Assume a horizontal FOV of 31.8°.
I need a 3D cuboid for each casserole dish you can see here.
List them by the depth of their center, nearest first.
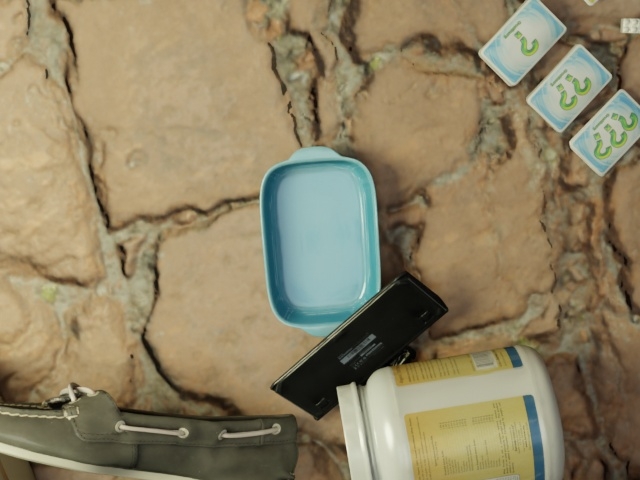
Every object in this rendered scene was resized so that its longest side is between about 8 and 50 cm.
[{"bbox_3d":[0.000,0.000,1.108,0.114,0.037,0.189,-4,100,-1],"label":"casserole dish"}]

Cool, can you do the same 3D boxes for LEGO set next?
[{"bbox_3d":[0.301,-0.205,1.075,0.182,0.060,0.244,43,95,-11],"label":"LEGO set"}]

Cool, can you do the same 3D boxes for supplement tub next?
[{"bbox_3d":[0.123,0.185,1.087,0.199,0.144,0.144,-9,99,0],"label":"supplement tub"}]

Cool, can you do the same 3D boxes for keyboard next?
[{"bbox_3d":[0.044,0.110,1.119,0.180,0.023,0.108,-41,129,13],"label":"keyboard"}]

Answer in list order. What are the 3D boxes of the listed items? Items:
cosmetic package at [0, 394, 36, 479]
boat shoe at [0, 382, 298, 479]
[{"bbox_3d":[-0.361,0.274,1.096,0.153,0.129,0.296,-21,99,3],"label":"cosmetic package"},{"bbox_3d":[-0.173,0.180,1.074,0.335,0.112,0.096,18,81,-26],"label":"boat shoe"}]
